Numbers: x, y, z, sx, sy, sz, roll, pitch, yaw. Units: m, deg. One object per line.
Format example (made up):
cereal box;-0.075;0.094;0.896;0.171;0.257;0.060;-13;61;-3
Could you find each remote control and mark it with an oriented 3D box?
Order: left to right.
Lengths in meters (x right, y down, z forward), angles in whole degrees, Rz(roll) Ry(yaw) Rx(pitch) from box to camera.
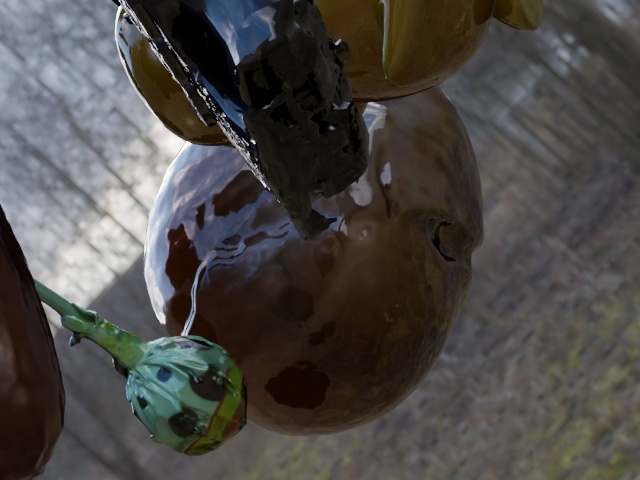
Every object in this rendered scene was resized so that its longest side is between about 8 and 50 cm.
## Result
remote control;-0.103;-0.177;0.647;0.062;0.399;0.144;-34;-26;-3

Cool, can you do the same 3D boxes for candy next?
candy;-0.184;0.062;1.207;0.083;0.305;0.091;-44;21;32

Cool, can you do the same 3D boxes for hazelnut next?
hazelnut;0.000;0.000;1.477;0.372;0.315;0.372;-167;90;-80

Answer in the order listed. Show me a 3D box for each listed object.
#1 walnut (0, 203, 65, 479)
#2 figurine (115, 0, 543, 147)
walnut;-0.268;0.037;0.820;0.221;0.269;0.244;-30;6;-20
figurine;0.000;-0.148;0.939;0.228;0.215;0.215;3;39;38
